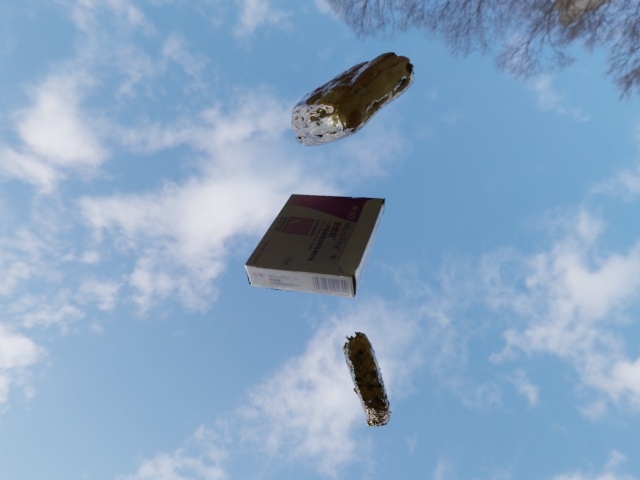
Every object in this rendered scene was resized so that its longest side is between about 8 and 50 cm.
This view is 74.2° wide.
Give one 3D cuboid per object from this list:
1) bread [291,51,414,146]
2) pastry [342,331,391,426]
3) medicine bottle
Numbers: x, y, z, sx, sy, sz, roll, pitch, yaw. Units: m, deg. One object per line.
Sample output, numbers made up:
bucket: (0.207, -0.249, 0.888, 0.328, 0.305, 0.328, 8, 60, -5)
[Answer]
bread: (0.049, -0.278, 0.838, 0.210, 0.235, 0.099, -42, -70, -20)
pastry: (0.075, 0.226, 0.692, 0.056, 0.080, 0.140, -13, -135, 1)
medicine bottle: (0.000, 0.000, 0.659, 0.170, 0.201, 0.052, 5, -52, 20)
